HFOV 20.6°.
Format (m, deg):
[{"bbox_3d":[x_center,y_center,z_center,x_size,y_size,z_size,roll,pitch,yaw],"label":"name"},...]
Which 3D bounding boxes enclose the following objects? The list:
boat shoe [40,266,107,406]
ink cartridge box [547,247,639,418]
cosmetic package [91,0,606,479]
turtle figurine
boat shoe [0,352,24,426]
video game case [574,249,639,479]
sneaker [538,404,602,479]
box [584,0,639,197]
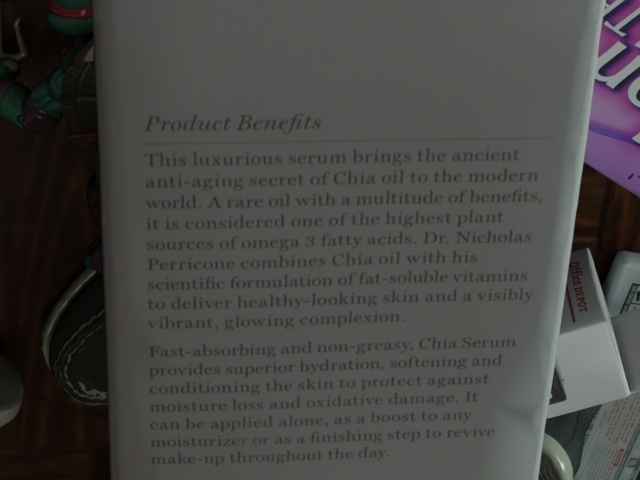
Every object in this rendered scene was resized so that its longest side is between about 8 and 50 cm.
[{"bbox_3d":[-0.039,0.031,1.104,0.305,0.091,0.109,-25,123,7],"label":"boat shoe"},{"bbox_3d":[0.135,0.065,1.133,0.180,0.104,0.060,-17,115,9],"label":"ink cartridge box"},{"bbox_3d":[0.000,0.000,0.916,0.230,0.161,0.453,-1,124,-6],"label":"cosmetic package"},{"bbox_3d":[-0.116,-0.090,1.007,0.175,0.118,0.234,-16,129,2],"label":"turtle figurine"},{"bbox_3d":[-0.305,0.096,1.122,0.228,0.079,0.081,9,130,-9],"label":"boat shoe"},{"bbox_3d":[0.256,0.102,1.238,0.173,0.022,0.190,10,120,-14],"label":"video game case"},{"bbox_3d":[0.082,0.142,1.208,0.222,0.118,0.083,-3,110,27],"label":"sneaker"},{"bbox_3d":[0.229,-0.150,1.014,0.213,0.117,0.243,30,114,-25],"label":"box"}]
